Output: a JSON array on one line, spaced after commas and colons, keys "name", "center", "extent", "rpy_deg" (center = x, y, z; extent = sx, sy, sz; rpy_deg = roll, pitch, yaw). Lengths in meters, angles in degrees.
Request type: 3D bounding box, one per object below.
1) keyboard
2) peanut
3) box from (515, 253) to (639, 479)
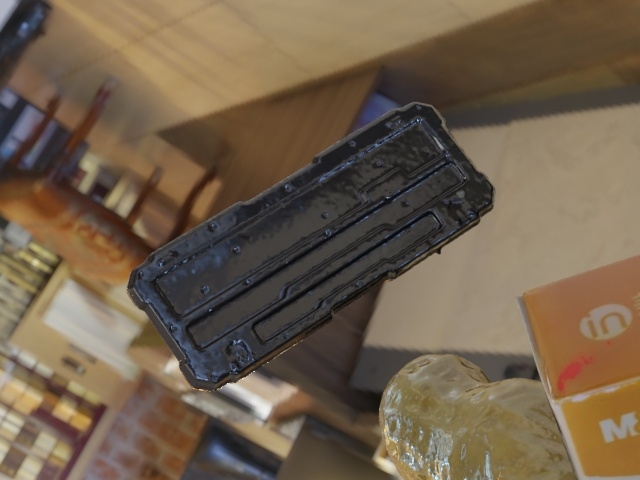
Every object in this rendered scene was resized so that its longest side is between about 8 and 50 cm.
[{"name": "keyboard", "center": [0.000, 0.000, 0.894], "extent": [0.106, 0.262, 0.016], "rpy_deg": [54, 159, 11]}, {"name": "peanut", "center": [0.151, 0.180, 1.110], "extent": [0.147, 0.147, 0.319], "rpy_deg": [38, 179, -25]}, {"name": "box", "center": [0.249, 0.085, 0.611], "extent": [0.273, 0.091, 0.221], "rpy_deg": [-20, 123, 11]}]
